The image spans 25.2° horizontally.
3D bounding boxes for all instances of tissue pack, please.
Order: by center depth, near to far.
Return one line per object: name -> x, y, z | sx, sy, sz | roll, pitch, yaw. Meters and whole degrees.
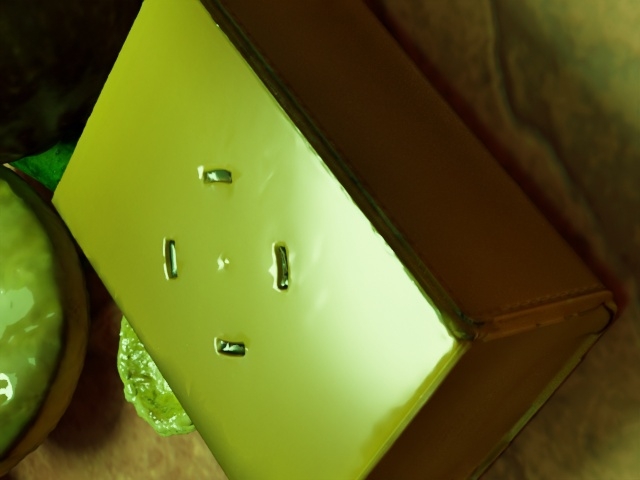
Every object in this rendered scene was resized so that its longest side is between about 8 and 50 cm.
tissue pack -> 0.000, 0.000, 0.788 | 0.274, 0.145, 0.194 | 53, 133, 25

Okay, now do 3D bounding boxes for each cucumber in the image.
cucumber -> -0.178, -0.057, 1.035 | 0.250, 0.056, 0.056 | 27, 116, 42

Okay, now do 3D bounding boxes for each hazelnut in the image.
hazelnut -> -0.240, -0.148, 0.956 | 0.234, 0.218, 0.218 | -20, 83, 23

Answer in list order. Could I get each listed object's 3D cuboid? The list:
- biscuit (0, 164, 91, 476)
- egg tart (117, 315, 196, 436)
biscuit -> -0.287, 0.084, 1.085 | 0.274, 0.091, 0.213 | -44, 78, 2
egg tart -> -0.100, 0.084, 0.986 | 0.105, 0.039, 0.105 | 12, 107, 45
